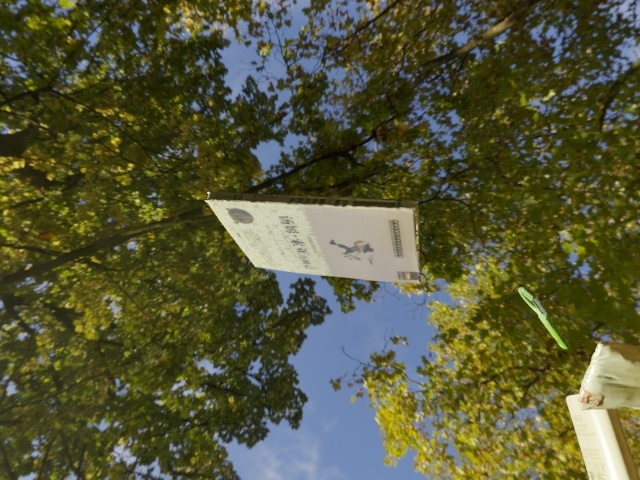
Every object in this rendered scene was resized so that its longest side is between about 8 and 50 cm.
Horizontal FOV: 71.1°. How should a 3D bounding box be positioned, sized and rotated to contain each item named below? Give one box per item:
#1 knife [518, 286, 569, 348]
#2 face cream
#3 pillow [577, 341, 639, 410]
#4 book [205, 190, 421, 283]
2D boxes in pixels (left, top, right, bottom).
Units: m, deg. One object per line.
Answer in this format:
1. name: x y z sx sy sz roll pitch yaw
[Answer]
1. knife: 0.398 0.139 0.798 0.015 0.054 0.212 -45 -56 5
2. face cream: 0.673 0.535 1.037 0.082 0.173 0.347 -7 -113 4
3. pillow: 0.517 0.213 0.683 0.230 0.051 0.128 2 -67 1
4. book: 0.000 0.000 0.410 0.182 0.127 0.014 5 -121 17
